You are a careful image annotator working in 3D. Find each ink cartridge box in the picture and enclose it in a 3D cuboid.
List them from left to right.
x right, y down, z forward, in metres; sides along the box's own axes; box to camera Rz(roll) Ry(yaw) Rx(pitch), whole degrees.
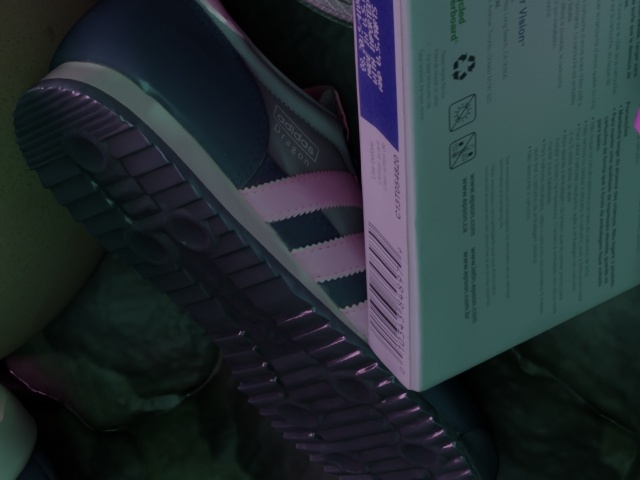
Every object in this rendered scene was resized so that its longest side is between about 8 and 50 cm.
[{"bbox_3d":[0.118,-0.067,0.813,0.224,0.045,0.223,-23,134,-22],"label":"ink cartridge box"}]

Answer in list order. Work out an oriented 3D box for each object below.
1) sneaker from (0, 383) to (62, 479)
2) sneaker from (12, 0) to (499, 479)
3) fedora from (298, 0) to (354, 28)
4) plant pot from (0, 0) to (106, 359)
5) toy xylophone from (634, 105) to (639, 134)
[{"bbox_3d":[-0.278,0.194,1.055,0.350,0.131,0.148,-17,118,26],"label":"sneaker"},{"bbox_3d":[0.000,0.000,0.923,0.112,0.131,0.319,-8,132,42],"label":"sneaker"},{"bbox_3d":[0.014,-0.193,0.822,0.243,0.124,0.275,-32,102,31],"label":"fedora"},{"bbox_3d":[-0.242,-0.038,0.901,0.284,0.191,0.284,2,106,5],"label":"plant pot"},{"bbox_3d":[0.261,-0.049,0.793,0.322,0.081,0.236,-1,117,-19],"label":"toy xylophone"}]
